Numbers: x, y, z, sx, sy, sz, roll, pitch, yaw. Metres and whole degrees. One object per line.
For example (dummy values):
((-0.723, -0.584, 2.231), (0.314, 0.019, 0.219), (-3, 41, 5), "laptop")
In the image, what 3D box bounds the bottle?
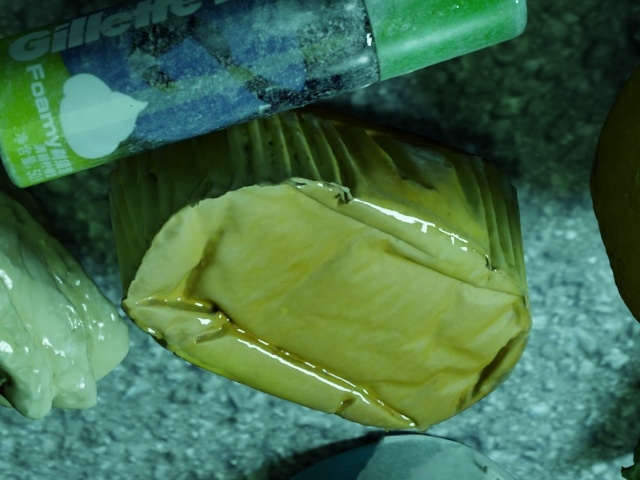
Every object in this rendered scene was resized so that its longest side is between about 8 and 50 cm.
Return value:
((-0.042, -0.122, 1.178), (0.330, 0.093, 0.093), (-17, 133, -3), "bottle")

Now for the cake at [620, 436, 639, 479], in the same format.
((0.329, 0.141, 1.479), (0.099, 0.100, 0.235), (14, 131, -15), "cake")

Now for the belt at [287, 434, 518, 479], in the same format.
((0.049, 0.360, 1.622), (0.300, 0.173, 0.436), (10, 132, -16), "belt")

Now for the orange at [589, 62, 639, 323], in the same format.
((0.305, -0.035, 1.205), (0.274, 0.274, 0.274), (-2, 134, -2), "orange")

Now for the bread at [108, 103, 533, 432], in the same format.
((0.000, 0.000, 1.286), (0.288, 0.156, 0.204), (15, 129, -23), "bread")

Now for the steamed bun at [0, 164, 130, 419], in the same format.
((-0.335, 0.029, 1.282), (0.247, 0.189, 0.428), (-18, 133, 23), "steamed bun")
